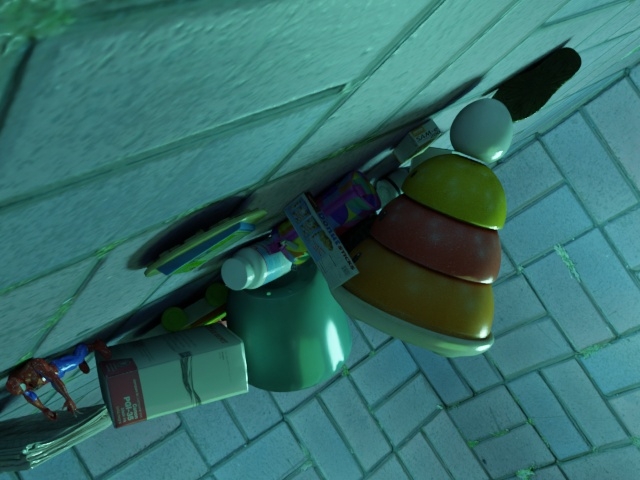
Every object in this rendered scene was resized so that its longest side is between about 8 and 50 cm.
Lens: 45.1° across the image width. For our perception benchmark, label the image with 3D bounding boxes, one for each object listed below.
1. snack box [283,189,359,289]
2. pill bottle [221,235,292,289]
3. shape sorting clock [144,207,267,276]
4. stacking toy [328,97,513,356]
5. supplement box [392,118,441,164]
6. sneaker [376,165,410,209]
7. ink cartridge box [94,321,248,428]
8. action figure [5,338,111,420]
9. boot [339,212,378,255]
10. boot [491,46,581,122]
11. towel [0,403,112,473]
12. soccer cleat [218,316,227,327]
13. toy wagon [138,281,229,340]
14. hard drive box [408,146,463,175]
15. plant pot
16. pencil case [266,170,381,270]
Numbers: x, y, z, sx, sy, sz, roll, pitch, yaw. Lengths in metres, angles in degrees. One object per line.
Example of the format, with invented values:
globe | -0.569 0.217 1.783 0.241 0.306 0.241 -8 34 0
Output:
snack box | 0.000 0.000 1.411 0.064 0.178 0.022 -37 170 40
pill bottle | -0.129 0.049 1.586 0.087 0.087 0.160 -37 173 34
shape sorting clock | -0.174 0.002 1.168 0.206 0.040 0.206 -33 178 -1
stacking toy | 0.247 -0.047 1.507 0.480 0.351 0.350 -69 166 10
supplement box | 0.190 -0.194 1.526 0.062 0.036 0.098 -32 174 -21
sneaker | 0.191 -0.123 1.931 0.095 0.090 0.235 -41 177 -10
ink cartridge box | -0.315 0.275 1.625 0.283 0.117 0.207 -11 -169 -21
action figure | -0.463 0.266 1.403 0.091 0.139 0.280 -35 172 12
boot | 0.063 0.062 1.868 0.131 0.260 0.348 -28 172 -43
boot | 0.461 -0.314 1.744 0.236 0.089 0.269 -32 176 -3
towel | -0.631 0.408 1.567 0.332 0.053 0.317 -11 180 16
soccer cleat | -0.342 0.262 2.277 0.318 0.108 0.116 -29 153 -19
toy wagon | -0.289 0.175 1.887 0.344 0.068 0.267 -30 174 -25
hard drive box | 0.252 -0.095 1.745 0.089 0.232 0.181 11 -173 17
plant pot | -0.084 0.159 1.759 0.293 0.293 0.235 -30 133 -25
pencil case | 0.008 -0.041 1.541 0.236 0.104 0.104 -37 173 23
